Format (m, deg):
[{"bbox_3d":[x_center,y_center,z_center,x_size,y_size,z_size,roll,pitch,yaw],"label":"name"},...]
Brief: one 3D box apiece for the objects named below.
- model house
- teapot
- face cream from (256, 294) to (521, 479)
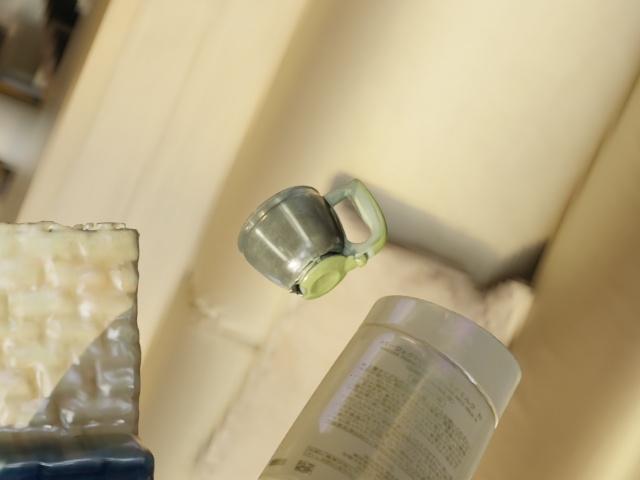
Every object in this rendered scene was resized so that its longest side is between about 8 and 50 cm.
[{"bbox_3d":[-0.382,0.200,1.899,0.445,0.395,0.400,159,106,-74],"label":"model house"},{"bbox_3d":[-0.005,-0.001,1.748,0.124,0.092,0.091,-45,62,11],"label":"teapot"},{"bbox_3d":[0.073,0.179,1.824,0.081,0.173,0.348,-52,2,39],"label":"face cream"}]
